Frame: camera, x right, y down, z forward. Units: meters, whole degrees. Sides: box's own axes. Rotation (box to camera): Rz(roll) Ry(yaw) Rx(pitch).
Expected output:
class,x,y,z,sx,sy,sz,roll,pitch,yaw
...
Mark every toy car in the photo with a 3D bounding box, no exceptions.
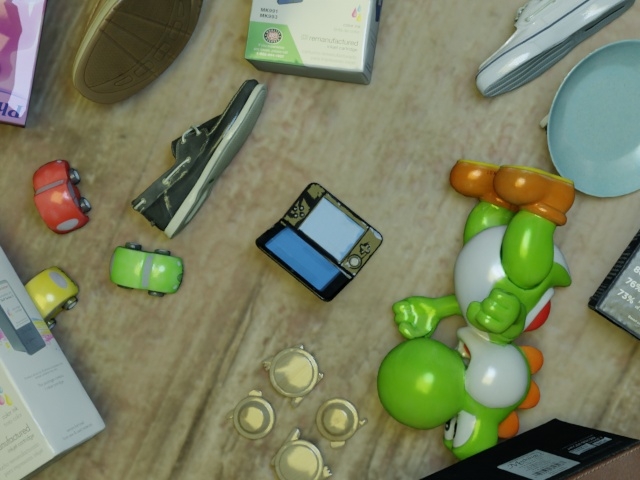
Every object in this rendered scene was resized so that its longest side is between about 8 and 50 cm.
class,x,y,z,sx,sy,sz,roll,pitch,yaw
toy car,-0.292,0.024,1.466,0.225,0.053,0.239,11,91,9

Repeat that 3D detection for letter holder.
class,x,y,z,sx,sy,sz,roll,pitch,yaw
letter holder,0.219,0.360,1.257,0.302,0.152,0.214,-17,99,-28

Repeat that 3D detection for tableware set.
class,x,y,z,sx,sy,sz,roll,pitch,yaw
tableware set,-0.031,0.228,1.444,0.141,0.020,0.168,-43,83,4

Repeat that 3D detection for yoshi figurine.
class,x,y,z,sx,sy,sz,roll,pitch,yaw
yoshi figurine,0.169,0.084,1.341,0.203,0.203,0.362,12,94,24

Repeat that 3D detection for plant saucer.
class,x,y,z,sx,sy,sz,roll,pitch,yaw
plant saucer,0.354,-0.149,1.354,0.195,0.037,0.195,-6,112,-15

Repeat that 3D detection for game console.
class,x,y,z,sx,sy,sz,roll,pitch,yaw
game console,0.000,0.000,1.415,0.122,0.071,0.107,39,95,6

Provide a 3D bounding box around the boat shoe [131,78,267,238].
class,x,y,z,sx,sy,sz,roll,pitch,yaw
boat shoe,-0.152,-0.115,1.433,0.079,0.084,0.233,38,98,7

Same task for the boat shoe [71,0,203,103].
class,x,y,z,sx,sy,sz,roll,pitch,yaw
boat shoe,-0.215,-0.331,1.441,0.110,0.122,0.341,36,92,44

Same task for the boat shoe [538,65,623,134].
class,x,y,z,sx,sy,sz,roll,pitch,yaw
boat shoe,0.328,-0.171,1.382,0.125,0.046,0.038,-41,84,9

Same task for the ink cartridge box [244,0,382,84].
class,x,y,z,sx,sy,sz,roll,pitch,yaw
ink cartridge box,-0.001,-0.315,1.409,0.154,0.093,0.212,9,89,9

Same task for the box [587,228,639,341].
class,x,y,z,sx,sy,sz,roll,pitch,yaw
box,0.440,0.038,1.331,0.153,0.108,0.207,36,94,7

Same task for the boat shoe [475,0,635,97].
class,x,y,z,sx,sy,sz,roll,pitch,yaw
boat shoe,0.276,-0.262,1.383,0.226,0.083,0.075,-32,73,-5

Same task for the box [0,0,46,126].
class,x,y,z,sx,sy,sz,roll,pitch,yaw
box,-0.463,-0.281,1.427,0.214,0.117,0.243,10,92,-15

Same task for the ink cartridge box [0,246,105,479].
class,x,y,z,sx,sy,sz,roll,pitch,yaw
ink cartridge box,-0.458,0.148,1.432,0.207,0.119,0.353,-34,84,24
